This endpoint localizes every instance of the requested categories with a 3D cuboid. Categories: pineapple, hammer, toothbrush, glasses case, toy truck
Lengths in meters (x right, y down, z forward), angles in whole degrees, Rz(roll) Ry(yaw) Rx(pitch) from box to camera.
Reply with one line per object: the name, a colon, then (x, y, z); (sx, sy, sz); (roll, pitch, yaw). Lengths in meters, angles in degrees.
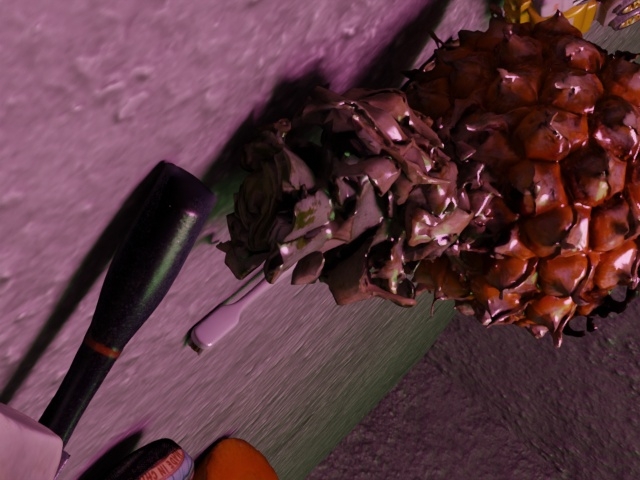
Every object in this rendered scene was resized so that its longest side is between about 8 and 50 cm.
pineapple: (0.060, -0.040, 0.805); (0.272, 0.262, 0.262); (-5, 141, -40)
hammer: (-0.140, 0.082, 0.703); (0.290, 0.037, 0.137); (-60, -171, 15)
toothbrush: (0.001, -0.001, 1.077); (0.342, 0.025, 0.030); (-41, 173, -36)
glasses case: (-0.218, 0.306, 1.111); (0.321, 0.082, 0.122); (-55, 170, 29)
toy truck: (0.198, -0.211, 0.939); (0.114, 0.098, 0.227); (-27, 172, 6)

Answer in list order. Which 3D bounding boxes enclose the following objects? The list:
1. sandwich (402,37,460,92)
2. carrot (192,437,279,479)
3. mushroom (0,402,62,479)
sandwich: (0.147, -0.079, 1.022); (0.079, 0.163, 0.113); (-46, 170, -13)
carrot: (-0.151, 0.440, 1.512); (0.331, 0.214, 0.193); (-49, 165, 17)
mushroom: (-0.231, 0.167, 0.529); (0.270, 0.103, 0.118); (-46, 151, -4)
